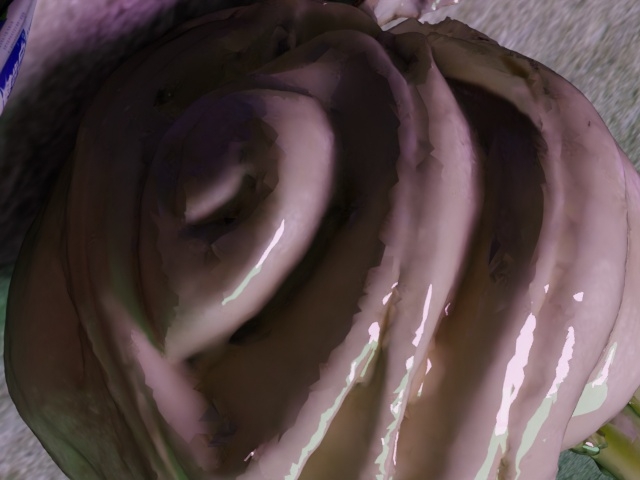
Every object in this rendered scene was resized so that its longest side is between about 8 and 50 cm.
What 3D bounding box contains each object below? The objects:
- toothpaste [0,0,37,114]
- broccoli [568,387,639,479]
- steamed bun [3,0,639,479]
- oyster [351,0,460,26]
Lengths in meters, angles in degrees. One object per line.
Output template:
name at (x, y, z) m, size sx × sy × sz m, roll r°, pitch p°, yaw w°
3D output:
toothpaste at (-0.158, -0.070, 0.923) m, size 0.045 × 0.028 × 0.170 m, roll 113°, pitch -3°, yaw -45°
broccoli at (0.190, 0.091, 1.647) m, size 0.277 × 0.317 × 0.338 m, roll -39°, pitch 134°, yaw 4°
steamed bun at (0.000, 0.000, 1.071) m, size 0.339 × 0.352 × 0.247 m, roll -46°, pitch 138°, yaw -24°
oyster at (0.075, -0.178, 1.195) m, size 0.148 × 0.051 × 0.103 m, roll -28°, pitch 167°, yaw 13°
